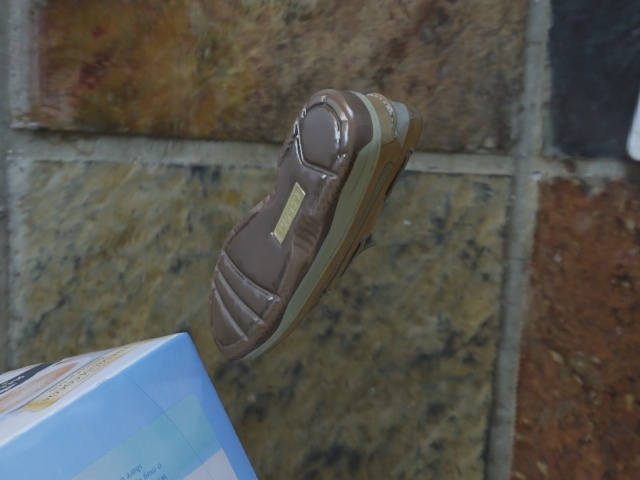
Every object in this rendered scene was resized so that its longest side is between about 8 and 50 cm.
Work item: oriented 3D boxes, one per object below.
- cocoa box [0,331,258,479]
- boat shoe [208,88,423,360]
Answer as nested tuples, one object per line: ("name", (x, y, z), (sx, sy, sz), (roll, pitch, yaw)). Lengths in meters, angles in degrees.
("cocoa box", (-0.207, 0.237, 0.553), (0.347, 0.228, 0.231), (-32, 100, -45))
("boat shoe", (0.000, 0.000, 0.551), (0.072, 0.068, 0.190), (-3, 142, -38))
